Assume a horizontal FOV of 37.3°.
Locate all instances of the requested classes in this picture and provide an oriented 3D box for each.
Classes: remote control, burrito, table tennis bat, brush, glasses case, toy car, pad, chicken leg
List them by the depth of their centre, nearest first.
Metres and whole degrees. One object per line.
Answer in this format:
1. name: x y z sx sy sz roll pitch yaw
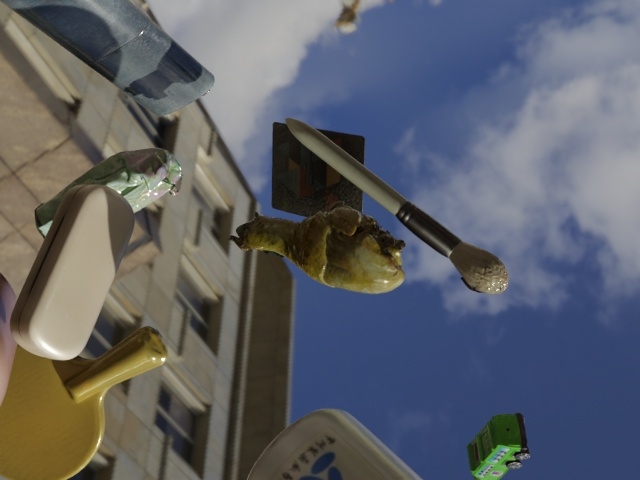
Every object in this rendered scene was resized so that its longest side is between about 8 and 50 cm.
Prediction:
1. brush: 0.075 -0.039 1.010 0.299 0.042 0.039 37 -130 11
2. glasses case: -0.266 0.032 1.025 0.050 0.083 0.196 -1 -120 40
3. remote control: -0.268 -0.260 1.171 0.107 0.377 0.044 -22 -115 17
4. chicken leg: 0.000 0.000 1.174 0.228 0.103 0.088 18 -165 18
5. table tennis bat: -0.334 0.201 1.232 0.321 0.198 0.050 -29 180 16
6. pad: -0.008 -0.100 1.437 0.003 0.143 0.211 -10 -163 -41
7. burrito: -0.323 -0.073 1.456 0.229 0.144 0.089 -27 -96 13
8. toy car: 0.276 0.338 1.514 0.062 0.165 0.071 9 -130 -13

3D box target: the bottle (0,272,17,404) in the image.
1. bottle: -0.396 0.113 0.956 0.206 0.173 0.297 -61 -162 9

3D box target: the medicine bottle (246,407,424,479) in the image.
1. medicine bottle: 0.064 0.324 0.996 0.170 0.170 0.293 -44 -124 -13
